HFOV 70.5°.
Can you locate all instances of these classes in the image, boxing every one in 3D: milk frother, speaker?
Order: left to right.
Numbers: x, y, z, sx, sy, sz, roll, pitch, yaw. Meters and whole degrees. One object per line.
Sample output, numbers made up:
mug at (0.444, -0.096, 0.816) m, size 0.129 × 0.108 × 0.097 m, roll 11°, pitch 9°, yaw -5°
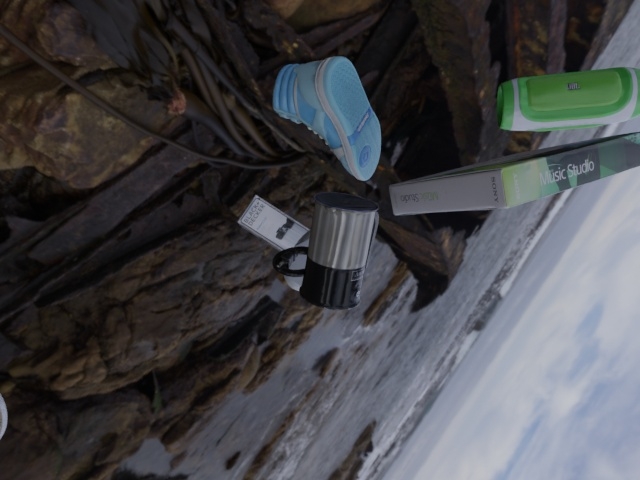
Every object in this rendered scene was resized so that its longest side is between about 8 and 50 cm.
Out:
milk frother at (0.000, 0.000, 0.610) m, size 0.129 × 0.143 × 0.134 m, roll -44°, pitch 145°, yaw -68°
speaker at (0.582, -0.332, 1.073) m, size 0.131 × 0.297 × 0.131 m, roll -2°, pitch 90°, yaw -76°

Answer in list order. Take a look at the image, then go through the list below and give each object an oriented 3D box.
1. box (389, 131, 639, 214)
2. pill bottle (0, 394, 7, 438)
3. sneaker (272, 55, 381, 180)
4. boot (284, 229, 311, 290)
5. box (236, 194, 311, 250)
box at (0.303, -0.103, 0.710) m, size 0.322 × 0.232 × 0.058 m, roll -18°, pitch 99°, yaw -26°
pill bottle at (-0.428, 0.213, 0.465) m, size 0.094 × 0.094 × 0.169 m, roll -59°, pitch 175°, yaw 7°
sneaker at (0.009, -0.273, 1.030) m, size 0.127 × 0.208 × 0.318 m, roll -56°, pitch 142°, yaw -24°
boot at (-0.023, 0.047, 0.960) m, size 0.123 × 0.095 × 0.258 m, roll -53°, pitch 180°, yaw 38°
box at (-0.074, 0.001, 1.221) m, size 0.087 × 0.290 × 0.169 m, roll -57°, pitch 180°, yaw -6°
